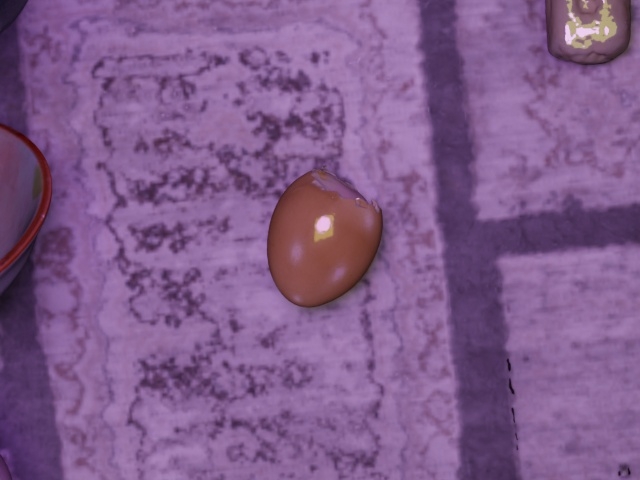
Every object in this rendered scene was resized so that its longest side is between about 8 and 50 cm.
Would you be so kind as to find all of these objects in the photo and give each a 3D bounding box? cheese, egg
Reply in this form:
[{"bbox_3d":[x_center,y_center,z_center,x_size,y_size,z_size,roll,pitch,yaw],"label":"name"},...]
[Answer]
[{"bbox_3d":[0.194,-0.224,1.305,0.064,0.043,0.194,1,90,8],"label":"cheese"},{"bbox_3d":[0.000,0.000,1.288,0.080,0.080,0.096,30,103,4],"label":"egg"}]

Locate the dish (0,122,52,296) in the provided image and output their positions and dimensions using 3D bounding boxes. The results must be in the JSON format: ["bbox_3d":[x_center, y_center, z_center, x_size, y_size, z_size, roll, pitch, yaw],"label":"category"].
[{"bbox_3d":[-0.305,0.017,1.261,0.260,0.260,0.085,-10,127,3],"label":"dish"}]

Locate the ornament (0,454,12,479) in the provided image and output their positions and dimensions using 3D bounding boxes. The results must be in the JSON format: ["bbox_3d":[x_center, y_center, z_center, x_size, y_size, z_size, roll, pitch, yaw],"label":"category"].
[{"bbox_3d":[-0.300,0.182,1.256,0.177,0.177,0.178,0,88,3],"label":"ornament"}]

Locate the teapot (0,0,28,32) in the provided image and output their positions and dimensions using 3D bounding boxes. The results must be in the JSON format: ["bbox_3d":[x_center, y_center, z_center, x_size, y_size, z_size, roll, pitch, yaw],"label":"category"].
[{"bbox_3d":[-0.261,-0.214,1.238,0.203,0.225,0.171,-20,89,1],"label":"teapot"}]
